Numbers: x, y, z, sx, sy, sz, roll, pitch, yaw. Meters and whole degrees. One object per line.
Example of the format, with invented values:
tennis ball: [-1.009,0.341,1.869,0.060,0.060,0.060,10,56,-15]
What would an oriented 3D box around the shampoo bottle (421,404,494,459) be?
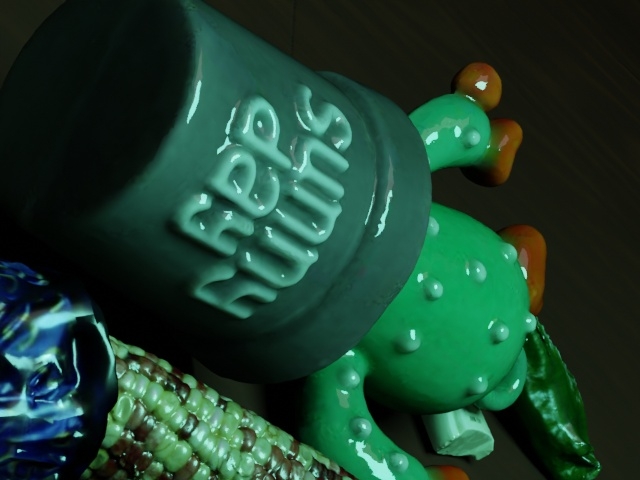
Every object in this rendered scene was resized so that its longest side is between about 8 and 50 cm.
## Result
shampoo bottle: [0.073,0.081,1.165,0.049,0.034,0.141,10,46,-40]

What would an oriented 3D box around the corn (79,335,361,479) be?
corn: [-0.056,0.121,0.895,0.253,0.086,0.086,36,32,-20]

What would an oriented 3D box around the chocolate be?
chocolate: [-0.242,0.044,0.697,0.343,0.148,0.126,8,22,-47]

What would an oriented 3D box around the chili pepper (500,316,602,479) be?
chili pepper: [0.132,0.073,1.209,0.216,0.062,0.108,56,-9,4]

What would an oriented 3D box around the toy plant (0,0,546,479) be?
toy plant: [0.000,0.012,1.005,0.400,0.185,0.280,32,43,-45]
